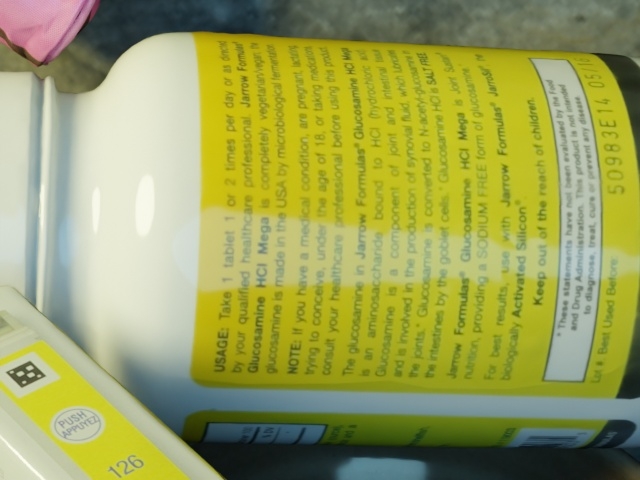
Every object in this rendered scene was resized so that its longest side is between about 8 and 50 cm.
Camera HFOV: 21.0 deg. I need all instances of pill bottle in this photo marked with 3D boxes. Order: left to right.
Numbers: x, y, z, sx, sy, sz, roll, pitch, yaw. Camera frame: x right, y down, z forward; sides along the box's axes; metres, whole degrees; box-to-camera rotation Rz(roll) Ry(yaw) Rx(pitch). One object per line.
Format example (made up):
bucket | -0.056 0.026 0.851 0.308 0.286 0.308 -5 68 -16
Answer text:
pill bottle | 0.000 0.000 0.798 0.334 0.188 0.187 2 97 -10

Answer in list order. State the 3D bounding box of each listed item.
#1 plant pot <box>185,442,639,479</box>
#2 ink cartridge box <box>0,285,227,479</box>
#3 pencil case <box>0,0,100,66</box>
plant pot | 0.035 0.224 0.820 0.263 0.263 0.229 1 114 -9
ink cartridge box | -0.112 0.178 0.723 0.072 0.307 0.303 -22 135 -33
pencil case | -0.186 -0.174 0.799 0.209 0.095 0.098 36 56 -14
